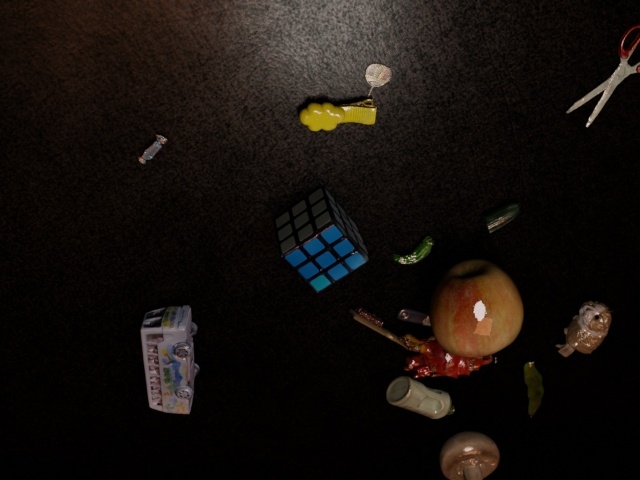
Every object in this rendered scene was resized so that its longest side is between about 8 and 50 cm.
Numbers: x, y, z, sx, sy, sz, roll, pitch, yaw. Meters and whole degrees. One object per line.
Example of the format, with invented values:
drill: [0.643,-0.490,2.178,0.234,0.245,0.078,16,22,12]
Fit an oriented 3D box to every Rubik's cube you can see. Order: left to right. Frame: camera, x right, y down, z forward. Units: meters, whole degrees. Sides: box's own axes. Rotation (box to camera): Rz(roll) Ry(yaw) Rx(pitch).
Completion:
Rubik's cube: [0.000,0.000,1.626,0.162,0.163,0.160,-35,125,11]

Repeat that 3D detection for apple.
apple: [0.408,0.178,1.788,0.256,0.257,0.234,-20,116,3]

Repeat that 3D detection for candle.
candle: [0.399,0.374,2.046,0.301,0.059,0.084,-4,135,-10]

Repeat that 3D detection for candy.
candy: [-0.375,-0.203,1.487,0.083,0.020,0.030,-39,123,18]

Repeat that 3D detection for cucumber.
cucumber: [0.478,-0.064,1.756,0.105,0.048,0.048,-31,126,8]

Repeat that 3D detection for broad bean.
broad bean: [0.703,0.487,2.202,0.060,0.043,0.298,-11,128,8]

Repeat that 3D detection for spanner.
spanner: [0.368,0.237,1.965,0.315,0.024,0.087,14,120,-19]

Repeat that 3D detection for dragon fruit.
dragon fruit: [0.333,0.320,1.942,0.246,0.125,0.126,18,75,-20]

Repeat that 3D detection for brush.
brush: [0.182,0.252,1.921,0.248,0.043,0.036,33,106,-30]

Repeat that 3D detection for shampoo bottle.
shampoo bottle: [0.329,0.500,2.099,0.234,0.087,0.118,25,139,-27]

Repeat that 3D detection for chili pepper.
chili pepper: [0.253,0.032,1.786,0.117,0.035,0.055,-26,114,19]

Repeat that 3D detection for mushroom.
mushroom: [0.505,0.758,2.249,0.207,0.215,0.207,-1,128,-1]

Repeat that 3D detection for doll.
doll: [0.804,0.282,2.036,0.114,0.105,0.221,11,121,-21]

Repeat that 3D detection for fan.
fan: [0.118,-0.361,1.489,0.080,0.003,0.060,-39,123,16]

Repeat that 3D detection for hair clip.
hair clip: [0.038,-0.280,1.504,0.173,0.046,0.072,-5,131,-9]

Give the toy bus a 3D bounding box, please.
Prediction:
toy bus: [-0.405,0.324,1.813,0.135,0.109,0.330,4,124,-1]

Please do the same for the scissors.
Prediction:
scissors: [0.699,-0.382,1.593,0.144,0.017,0.248,27,117,-27]
